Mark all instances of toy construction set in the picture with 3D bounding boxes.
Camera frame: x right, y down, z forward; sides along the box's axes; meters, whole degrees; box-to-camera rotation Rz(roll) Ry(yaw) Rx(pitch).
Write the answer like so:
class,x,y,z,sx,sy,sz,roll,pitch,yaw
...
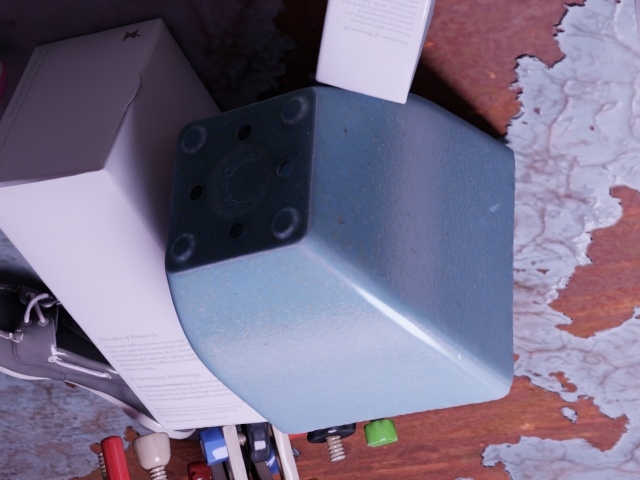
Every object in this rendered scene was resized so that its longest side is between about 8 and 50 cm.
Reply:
class,x,y,z,sx,sy,sz,roll,pitch,yaw
toy construction set,-0.090,0.320,1.859,0.309,0.237,0.257,-1,160,-36

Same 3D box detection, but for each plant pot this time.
class,x,y,z,sx,sy,sz,roll,pitch,yaw
plant pot,0.000,0.000,1.468,0.248,0.247,0.252,-14,150,32

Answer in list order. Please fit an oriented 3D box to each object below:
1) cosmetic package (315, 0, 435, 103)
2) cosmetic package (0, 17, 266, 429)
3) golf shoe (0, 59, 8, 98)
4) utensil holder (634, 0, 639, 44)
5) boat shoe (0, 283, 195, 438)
class,x,y,z,sx,sy,sz,roll,pitch,yaw
cosmetic package,0.059,-0.230,1.327,0.085,0.117,0.231,14,142,4
cosmetic package,-0.147,-0.005,1.604,0.155,0.197,0.365,-8,134,28
golf shoe,-0.438,-0.187,1.552,0.306,0.115,0.140,11,138,4
utensil holder,0.395,-0.222,1.049,0.385,0.327,0.327,-3,138,16
boat shoe,-0.256,0.110,1.861,0.335,0.112,0.095,26,123,-21
